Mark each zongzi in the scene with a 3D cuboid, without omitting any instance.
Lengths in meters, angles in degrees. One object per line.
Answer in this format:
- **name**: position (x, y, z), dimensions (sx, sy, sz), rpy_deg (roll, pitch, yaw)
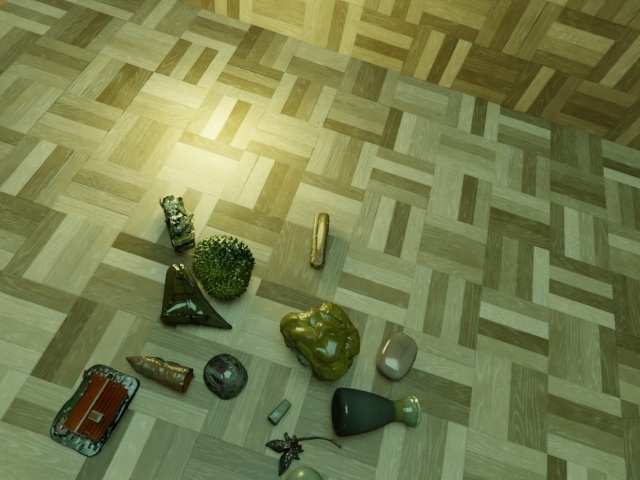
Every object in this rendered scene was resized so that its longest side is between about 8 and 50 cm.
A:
- **zongzi**: position (-0.500, 0.232, 1.898), dimensions (0.288, 0.123, 0.260), rpy_deg (8, 55, -18)

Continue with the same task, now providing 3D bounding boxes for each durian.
- **durian**: position (-0.396, 0.100, 1.913), dimensions (0.291, 0.224, 0.291), rpy_deg (35, 32, -25)

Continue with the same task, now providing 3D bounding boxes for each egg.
- **egg**: position (-0.048, 0.883, 1.564), dimensions (0.151, 0.151, 0.209), rpy_deg (-9, 76, -15)

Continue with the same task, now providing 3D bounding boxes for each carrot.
- **carrot**: position (-0.613, 0.488, 1.731), dimensions (0.262, 0.102, 0.102), rpy_deg (18, 58, 2)

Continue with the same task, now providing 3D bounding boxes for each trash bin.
- **trash bin**: position (-0.153, 0.649, 1.737), dimensions (0.043, 0.061, 0.092), rpy_deg (40, 59, 14)

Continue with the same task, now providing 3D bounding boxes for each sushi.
- **sushi**: position (-0.625, -0.089, 2.054), dimensions (0.139, 0.131, 0.291), rpy_deg (-17, 56, -18)

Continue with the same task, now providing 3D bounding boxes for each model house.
- **model house**: position (-0.806, 0.574, 1.609), dimensions (0.206, 0.154, 0.294), rpy_deg (24, 59, 2)

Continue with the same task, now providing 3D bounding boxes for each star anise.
- **star anise**: position (-0.068, 0.739, 1.618), dimensions (0.218, 0.227, 0.148), rpy_deg (18, 51, -13)

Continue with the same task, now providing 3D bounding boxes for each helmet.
- **helmet**: position (-0.367, 0.509, 1.756), dimensions (0.177, 0.107, 0.153), rpy_deg (38, 63, 12)

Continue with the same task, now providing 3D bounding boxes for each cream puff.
- **cream puff**: position (0.014, 0.372, 1.813), dimensions (0.323, 0.274, 0.270), rpy_deg (43, 71, 11)

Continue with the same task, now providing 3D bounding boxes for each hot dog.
- **hot dog**: position (-0.001, 0.000, 2.151), dimensions (0.083, 0.068, 0.289), rpy_deg (-1, 61, 16)

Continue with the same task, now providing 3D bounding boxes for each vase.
- **vase**: position (0.214, 0.650, 1.752), dimensions (0.320, 0.173, 0.173), rpy_deg (4, 59, -14)

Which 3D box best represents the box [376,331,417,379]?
- **box**: position (0.319, 0.479, 1.909), dimensions (0.145, 0.088, 0.200), rpy_deg (32, 60, 8)
